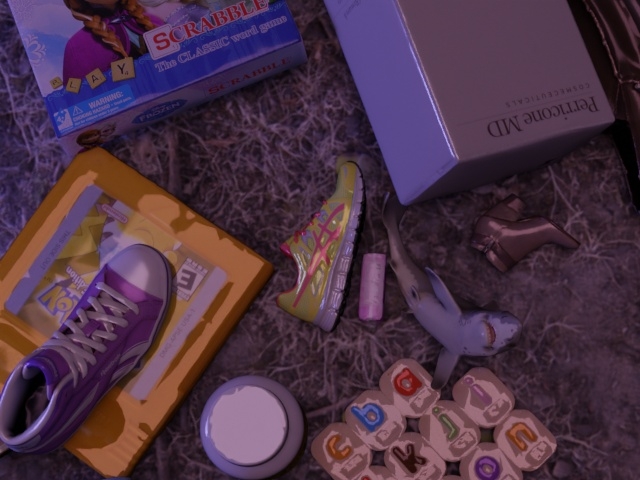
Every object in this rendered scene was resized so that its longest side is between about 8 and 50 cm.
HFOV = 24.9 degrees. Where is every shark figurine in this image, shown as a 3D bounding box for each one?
[{"bbox_3d":[0.156,0.059,1.738,0.116,0.166,0.278,-12,49,-31],"label":"shark figurine"}]

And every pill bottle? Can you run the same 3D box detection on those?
[{"bbox_3d":[-0.074,0.213,1.644,0.117,0.208,0.117,0,80,2],"label":"pill bottle"}]

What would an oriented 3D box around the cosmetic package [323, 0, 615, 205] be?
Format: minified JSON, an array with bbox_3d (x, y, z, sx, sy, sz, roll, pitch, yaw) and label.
[{"bbox_3d":[0.141,-0.295,1.718,0.230,0.161,0.453,-16,79,-25],"label":"cosmetic package"}]

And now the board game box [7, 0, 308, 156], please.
[{"bbox_3d":[-0.220,-0.305,1.792,0.319,0.066,0.318,-23,71,-3],"label":"board game box"}]

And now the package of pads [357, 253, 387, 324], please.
[{"bbox_3d":[0.063,0.059,1.748,0.032,0.050,0.083,4,81,3],"label":"package of pads"}]

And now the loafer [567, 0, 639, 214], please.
[{"bbox_3d":[0.351,-0.189,1.741,0.130,0.134,0.366,-29,80,-4],"label":"loafer"}]

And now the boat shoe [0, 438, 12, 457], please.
[{"bbox_3d":[-0.428,0.255,1.728,0.153,0.056,0.048,-25,85,5],"label":"boat shoe"}]

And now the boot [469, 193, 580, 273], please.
[{"bbox_3d":[0.244,0.003,1.761,0.118,0.042,0.087,35,89,9],"label":"boot"}]

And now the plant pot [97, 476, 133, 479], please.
[{"bbox_3d":[-0.260,0.408,1.608,0.247,0.248,0.252,-10,62,0],"label":"plant pot"}]

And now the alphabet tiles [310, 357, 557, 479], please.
[{"bbox_3d":[0.136,0.289,1.710,0.284,0.021,0.278,-43,75,-7],"label":"alphabet tiles"}]

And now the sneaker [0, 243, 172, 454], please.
[{"bbox_3d":[-0.267,0.122,1.647,0.102,0.161,0.282,30,82,8],"label":"sneaker"}]

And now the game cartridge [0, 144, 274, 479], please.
[{"bbox_3d":[-0.260,0.084,1.754,0.285,0.052,0.323,34,81,7],"label":"game cartridge"}]

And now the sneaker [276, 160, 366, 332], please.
[{"bbox_3d":[0.000,0.000,1.746,0.094,0.081,0.208,13,81,6],"label":"sneaker"}]
